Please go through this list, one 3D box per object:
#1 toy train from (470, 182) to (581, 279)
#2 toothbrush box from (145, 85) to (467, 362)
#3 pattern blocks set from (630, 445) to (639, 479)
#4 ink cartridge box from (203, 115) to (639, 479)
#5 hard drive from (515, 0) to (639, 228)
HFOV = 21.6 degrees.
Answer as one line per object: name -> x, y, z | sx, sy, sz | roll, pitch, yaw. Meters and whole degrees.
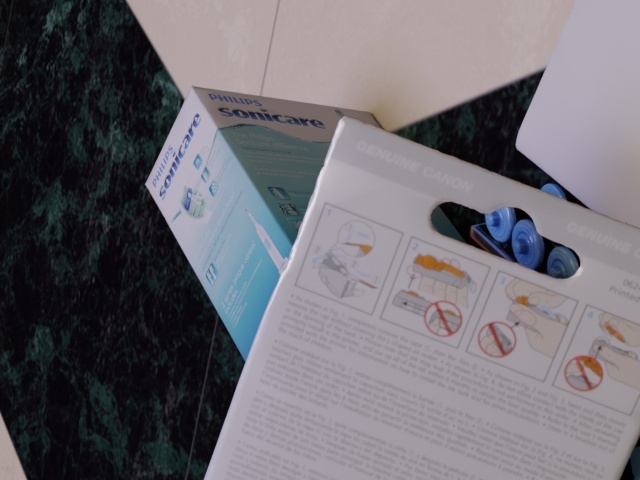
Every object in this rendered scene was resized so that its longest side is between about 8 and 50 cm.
toy train -> 0.191, 0.027, 1.387 | 0.184, 0.080, 0.105 | 46, 139, 51
toothbrush box -> 0.000, 0.000, 1.542 | 0.126, 0.216, 0.295 | -61, 43, 30
pattern blocks set -> 0.319, 0.296, 1.230 | 0.285, 0.026, 0.325 | -13, 76, 53
ink cartridge box -> 0.097, 0.120, 1.343 | 0.091, 0.308, 0.385 | -60, -10, -72
hard drive -> 0.292, -0.088, 1.297 | 0.319, 0.040, 0.210 | 46, 122, 46
